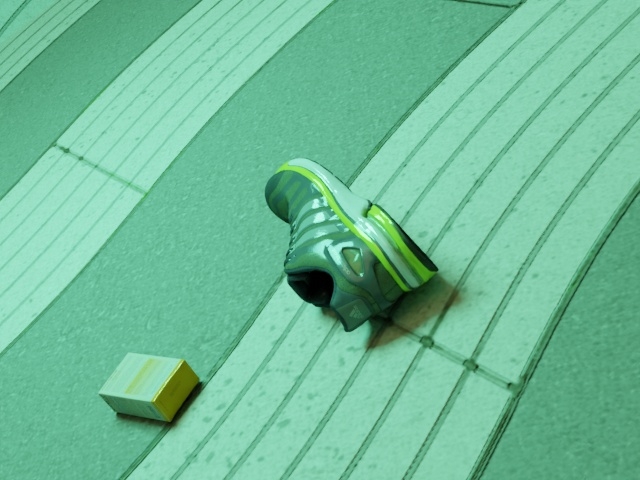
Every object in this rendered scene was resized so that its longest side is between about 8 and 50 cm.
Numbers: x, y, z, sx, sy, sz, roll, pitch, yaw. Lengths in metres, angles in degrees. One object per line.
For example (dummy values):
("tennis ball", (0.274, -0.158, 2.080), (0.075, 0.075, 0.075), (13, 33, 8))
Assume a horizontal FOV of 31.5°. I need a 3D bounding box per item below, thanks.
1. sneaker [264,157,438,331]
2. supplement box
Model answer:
("sneaker", (0.000, 0.000, 1.243), (0.121, 0.111, 0.300), (-42, 31, -7))
("supplement box", (-0.189, 0.161, 1.250), (0.098, 0.036, 0.062), (2, 46, 42))
